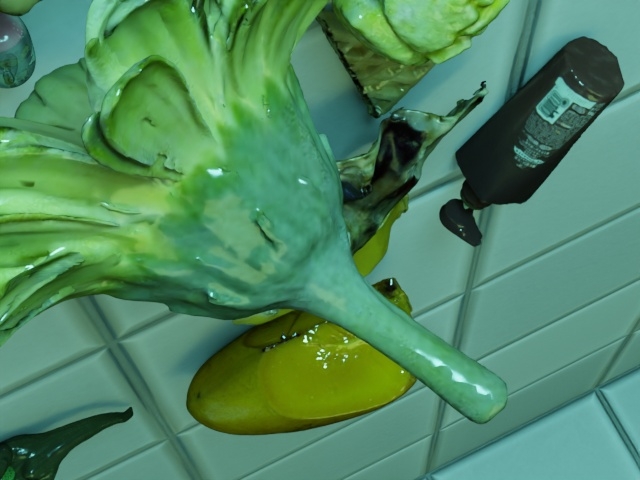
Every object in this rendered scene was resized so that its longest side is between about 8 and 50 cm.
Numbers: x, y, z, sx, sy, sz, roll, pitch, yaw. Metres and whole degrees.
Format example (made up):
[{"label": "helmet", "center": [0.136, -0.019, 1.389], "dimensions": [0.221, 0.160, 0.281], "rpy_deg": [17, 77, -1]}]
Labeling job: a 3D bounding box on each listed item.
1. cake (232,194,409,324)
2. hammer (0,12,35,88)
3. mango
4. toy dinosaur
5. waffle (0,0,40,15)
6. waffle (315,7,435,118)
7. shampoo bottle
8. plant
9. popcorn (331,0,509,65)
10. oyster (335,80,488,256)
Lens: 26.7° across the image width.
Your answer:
[{"label": "cake", "center": [0.002, 0.004, 1.139], "dimensions": [0.184, 0.080, 0.116], "rpy_deg": [-13, 159, -27]}, {"label": "hammer", "center": [-0.191, -0.094, 0.701], "dimensions": [0.083, 0.031, 0.052], "rpy_deg": [-14, 159, -8]}, {"label": "mango", "center": [-0.019, 0.131, 1.362], "dimensions": [0.252, 0.126, 0.154], "rpy_deg": [-21, -178, 7]}, {"label": "toy dinosaur", "center": [-0.303, 0.216, 1.356], "dimensions": [0.187, 0.087, 0.179], "rpy_deg": [-21, -157, 27]}, {"label": "waffle", "center": [-0.110, -0.200, 0.462], "dimensions": [0.348, 0.077, 0.304], "rpy_deg": [-30, 160, 5]}, {"label": "waffle", "center": [0.023, -0.120, 0.927], "dimensions": [0.152, 0.023, 0.097], "rpy_deg": [-6, 150, -50]}, {"label": "shampoo bottle", "center": [0.174, -0.079, 1.170], "dimensions": [0.067, 0.068, 0.236], "rpy_deg": [-16, 159, -36]}, {"label": "plant", "center": [-0.056, -0.038, 0.670], "dimensions": [0.297, 0.261, 0.306], "rpy_deg": [37, 91, -40]}, {"label": "popcorn", "center": [0.054, -0.159, 0.765], "dimensions": [0.106, 0.116, 0.120], "rpy_deg": [15, -174, -23]}, {"label": "oyster", "center": [0.004, -0.029, 1.016], "dimensions": [0.294, 0.094, 0.166], "rpy_deg": [-29, 165, 12]}]
